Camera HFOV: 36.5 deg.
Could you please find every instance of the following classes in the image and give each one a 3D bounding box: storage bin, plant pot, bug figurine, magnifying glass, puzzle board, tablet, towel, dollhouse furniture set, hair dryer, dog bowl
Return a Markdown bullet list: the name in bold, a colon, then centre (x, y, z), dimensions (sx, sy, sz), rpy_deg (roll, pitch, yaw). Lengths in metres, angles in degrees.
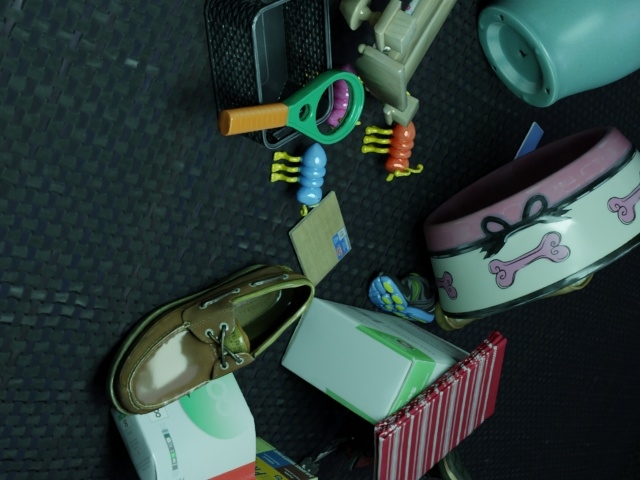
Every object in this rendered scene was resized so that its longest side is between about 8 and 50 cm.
- **storage bin**: centre (-0.059, -0.216, 1.158), dimensions (0.122, 0.084, 0.180), rpy_deg (-34, 135, -34)
- **plant pot**: centre (0.394, -0.351, 1.508), dimensions (0.255, 0.271, 0.272), rpy_deg (-35, 139, -10)
- **bug figurine**: centre (0.057, -0.156, 1.352), dimensions (0.279, 0.072, 0.216), rpy_deg (-22, 128, -42)
- **magnifying glass**: centre (-0.029, -0.152, 1.147), dimensions (0.231, 0.026, 0.092), rpy_deg (-18, 126, -47)
- **puzzle board**: centre (0.000, 0.000, 1.436), dimensions (0.096, 0.011, 0.128), rpy_deg (-46, 142, -24)
- **tablet**: centre (0.388, -0.176, 1.810), dimensions (0.054, 0.006, 0.083), rpy_deg (29, 90, -55)
- **towel**: centre (0.177, 0.269, 1.455), dimensions (0.275, 0.031, 0.199), rpy_deg (-33, 141, -29)
- **dollhouse furniture set**: centre (0.100, -0.354, 1.187), dimensions (0.303, 0.174, 0.355), rpy_deg (-58, 168, -9)
- **hair dryer**: centre (0.105, 0.341, 1.642), dimensions (0.293, 0.223, 0.080), rpy_deg (-26, 88, -44)
- **dog bowl**: centre (0.343, -0.041, 1.546), dimensions (0.408, 0.408, 0.150), rpy_deg (-33, 98, -35)

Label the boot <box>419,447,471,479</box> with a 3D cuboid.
- **boot**: centre (0.168, 0.387, 1.607), dimensions (0.137, 0.077, 0.198), rpy_deg (-33, -176, 3)

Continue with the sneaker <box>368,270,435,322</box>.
- **sneaker**: centre (0.139, 0.084, 1.632), dimensions (0.188, 0.067, 0.078), rpy_deg (29, 68, -53)

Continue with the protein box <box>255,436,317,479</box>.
- **protein box**: centre (-0.138, 0.420, 1.412), dimensions (0.201, 0.136, 0.200), rpy_deg (-3, 112, -48)

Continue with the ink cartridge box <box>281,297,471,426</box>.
- **ink cartridge box**: centre (0.114, 0.200, 1.536), dimensions (0.289, 0.211, 0.121), rpy_deg (17, 99, -54)

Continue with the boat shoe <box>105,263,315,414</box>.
- **boat shoe**: centre (-0.134, 0.117, 1.241), dimensions (0.307, 0.104, 0.111), rpy_deg (-39, 118, -36)

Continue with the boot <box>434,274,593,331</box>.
- **boot**: centre (0.356, 0.068, 1.691), dimensions (0.089, 0.269, 0.236), rpy_deg (60, 39, -6)

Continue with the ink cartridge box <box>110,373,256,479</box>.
- **ink cartridge box**: centre (-0.151, 0.289, 1.270), dimensions (0.181, 0.225, 0.056), rpy_deg (-9, 154, -49)
